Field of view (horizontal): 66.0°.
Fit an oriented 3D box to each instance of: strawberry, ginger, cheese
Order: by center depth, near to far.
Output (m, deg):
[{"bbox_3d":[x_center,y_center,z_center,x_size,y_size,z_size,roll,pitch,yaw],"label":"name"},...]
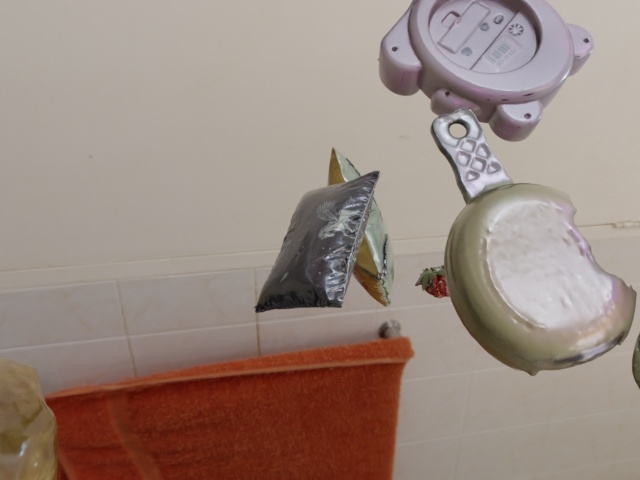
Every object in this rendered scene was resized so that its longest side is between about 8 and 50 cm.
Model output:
[{"bbox_3d":[0.193,-0.013,0.504,0.082,0.163,0.287,88,-15,-73],"label":"cheese"},{"bbox_3d":[-0.402,0.258,0.545,0.223,0.200,0.269,-51,-127,42],"label":"ginger"},{"bbox_3d":[0.423,0.140,1.564,0.174,0.228,0.098,-15,-113,46],"label":"strawberry"}]

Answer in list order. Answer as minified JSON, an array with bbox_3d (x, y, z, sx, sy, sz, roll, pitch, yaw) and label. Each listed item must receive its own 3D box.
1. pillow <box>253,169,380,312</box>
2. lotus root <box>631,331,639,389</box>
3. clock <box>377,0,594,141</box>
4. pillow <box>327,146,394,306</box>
[{"bbox_3d":[0.000,0.000,0.639,0.055,0.141,0.208,46,47,-34],"label":"pillow"},{"bbox_3d":[0.565,0.115,0.595,0.250,0.345,0.251,9,-79,53],"label":"lotus root"},{"bbox_3d":[0.301,-0.350,0.914,0.322,0.296,0.113,37,-12,15],"label":"clock"},{"bbox_3d":[0.094,-0.018,1.123,0.310,0.119,0.313,53,18,-70],"label":"pillow"}]
